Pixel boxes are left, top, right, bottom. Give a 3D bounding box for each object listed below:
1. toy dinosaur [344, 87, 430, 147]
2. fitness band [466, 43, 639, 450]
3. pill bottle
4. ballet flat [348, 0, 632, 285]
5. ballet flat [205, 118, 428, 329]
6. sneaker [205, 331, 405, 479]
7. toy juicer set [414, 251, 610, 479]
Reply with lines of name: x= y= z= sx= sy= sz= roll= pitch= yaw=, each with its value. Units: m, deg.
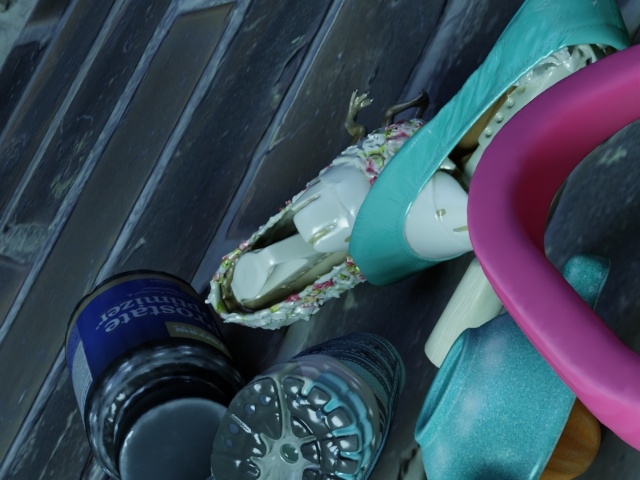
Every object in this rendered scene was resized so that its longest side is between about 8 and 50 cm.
toy dinosaur: x=0.035 y=-0.060 z=1.233 sx=0.183 sy=0.053 sz=0.093 roll=-36 pitch=34 yaw=43
fitness band: x=0.181 y=-0.013 z=0.758 sx=0.209 sy=0.054 sz=0.291 roll=-35 pitch=33 yaw=0
pill bottle: x=-0.118 y=0.113 z=1.250 sx=0.123 sy=0.122 sz=0.219 roll=-56 pitch=23 yaw=8
ballet flat: x=0.105 y=-0.052 z=1.051 sx=0.247 sy=0.083 sz=0.087 roll=-53 pitch=38 yaw=19
ballet flat: x=0.000 y=0.000 z=1.182 sx=0.241 sy=0.077 sz=0.091 roll=-45 pitch=66 yaw=43
sneaker: x=-0.024 y=0.169 z=1.052 sx=0.122 sy=0.110 sz=0.283 roll=-37 pitch=-16 yaw=-53
toy juicer set: x=0.091 y=0.110 z=0.900 sx=0.209 sy=0.089 sz=0.329 roll=118 pitch=177 yaw=-54
